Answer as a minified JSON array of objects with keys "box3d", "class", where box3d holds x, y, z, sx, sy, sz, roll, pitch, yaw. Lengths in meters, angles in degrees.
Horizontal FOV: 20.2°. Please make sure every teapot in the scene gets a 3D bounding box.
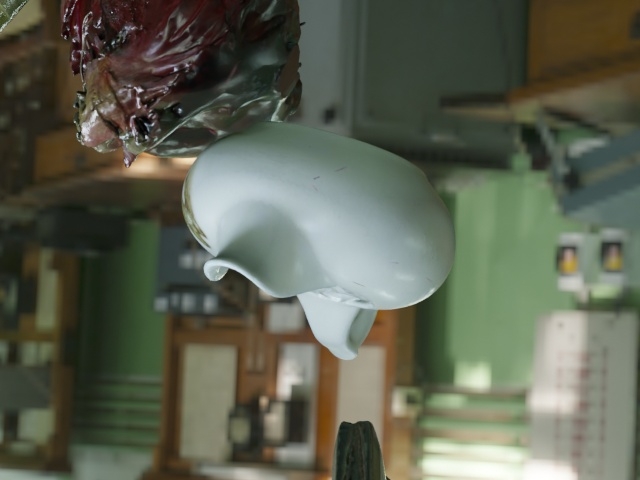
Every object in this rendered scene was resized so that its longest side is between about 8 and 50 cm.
[{"box3d":[0.000,0.000,1.318,0.204,0.139,0.298,11,171,25],"class":"teapot"}]

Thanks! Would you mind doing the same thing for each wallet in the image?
[{"box3d":[0.025,0.187,1.020,0.039,0.118,0.152,-6,129,8],"class":"wallet"}]

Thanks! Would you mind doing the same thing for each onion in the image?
[{"box3d":[-0.121,-0.185,1.647,0.221,0.281,0.281,17,177,11],"class":"onion"}]

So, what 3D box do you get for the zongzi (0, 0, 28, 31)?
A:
[{"box3d":[-0.192,-0.190,1.137,0.078,0.176,0.160,23,158,-26],"class":"zongzi"}]
